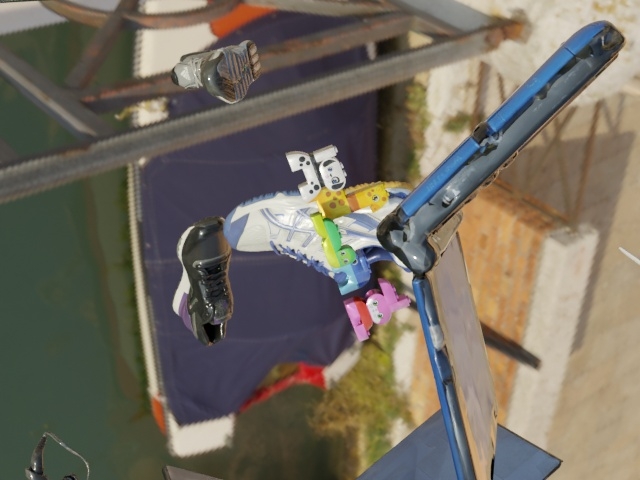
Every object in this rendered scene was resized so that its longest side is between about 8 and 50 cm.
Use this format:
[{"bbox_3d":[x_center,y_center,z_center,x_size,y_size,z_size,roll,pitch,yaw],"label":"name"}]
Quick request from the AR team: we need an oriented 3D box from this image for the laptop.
[{"bbox_3d":[0.031,0.306,1.418,0.408,0.382,0.236,18,89,-14],"label":"laptop"}]

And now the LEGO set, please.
[{"bbox_3d":[0.043,-0.015,1.198,0.093,0.087,0.227,-21,106,1],"label":"LEGO set"}]

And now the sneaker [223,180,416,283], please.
[{"bbox_3d":[0.000,0.000,1.482,0.112,0.296,0.131,34,51,-65],"label":"sneaker"}]

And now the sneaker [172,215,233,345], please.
[{"bbox_3d":[-0.191,0.079,1.916,0.107,0.124,0.283,-19,145,-26],"label":"sneaker"}]

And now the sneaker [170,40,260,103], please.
[{"bbox_3d":[-0.183,-0.259,1.675,0.228,0.132,0.086,-53,135,-70],"label":"sneaker"}]

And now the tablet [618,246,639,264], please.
[{"bbox_3d":[0.349,0.035,1.097,0.054,0.083,0.006,29,99,-33],"label":"tablet"}]

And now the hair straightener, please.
[{"bbox_3d":[-0.318,0.348,1.297,0.089,0.047,0.230,-2,91,-27],"label":"hair straightener"}]

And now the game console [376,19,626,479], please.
[{"bbox_3d":[0.144,0.008,0.712,0.250,0.173,0.293,-45,178,12],"label":"game console"}]

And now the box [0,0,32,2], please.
[{"bbox_3d":[-0.445,-0.330,1.208,0.242,0.307,0.076,-5,92,-84],"label":"box"}]
